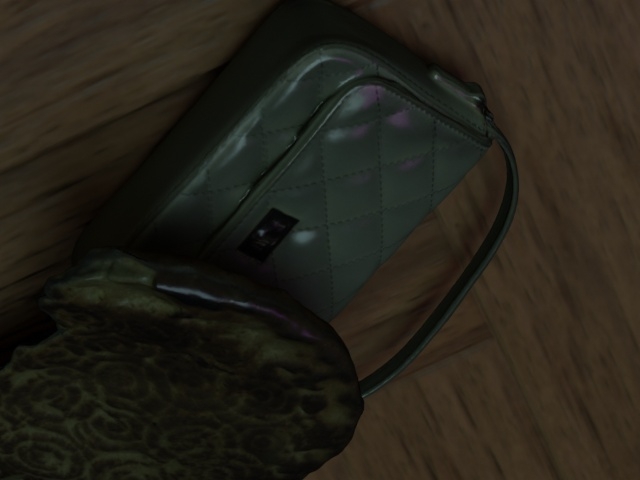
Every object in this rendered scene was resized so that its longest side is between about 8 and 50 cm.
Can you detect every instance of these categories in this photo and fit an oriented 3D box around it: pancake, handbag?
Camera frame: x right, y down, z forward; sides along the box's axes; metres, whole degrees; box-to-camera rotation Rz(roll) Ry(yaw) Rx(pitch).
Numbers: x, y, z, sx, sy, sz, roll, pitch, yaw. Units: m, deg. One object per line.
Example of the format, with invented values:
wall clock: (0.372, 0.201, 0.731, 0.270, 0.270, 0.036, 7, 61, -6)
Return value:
pancake: (-0.121, 0.088, 1.073, 0.286, 0.033, 0.288, 12, 144, -6)
handbag: (0.000, 0.000, 1.091, 0.219, 0.079, 0.256, 31, 112, -29)
